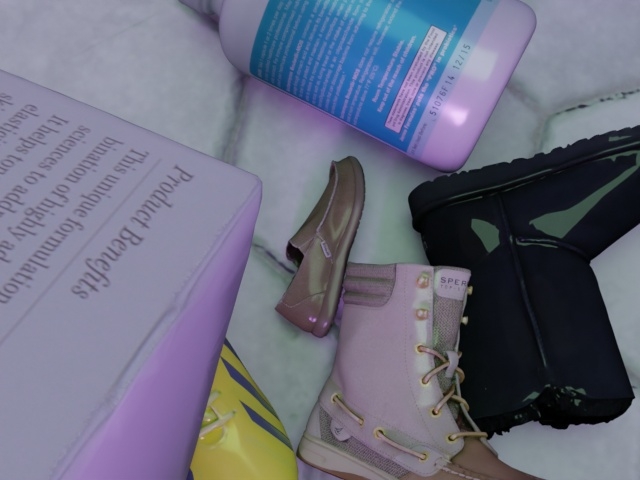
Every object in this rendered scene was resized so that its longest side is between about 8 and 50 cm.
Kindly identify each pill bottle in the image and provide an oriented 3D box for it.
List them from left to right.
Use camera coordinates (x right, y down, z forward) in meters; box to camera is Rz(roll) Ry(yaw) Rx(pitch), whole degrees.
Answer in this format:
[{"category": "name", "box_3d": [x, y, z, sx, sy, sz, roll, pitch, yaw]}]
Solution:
[{"category": "pill bottle", "box_3d": [0.023, -0.171, 0.861, 0.264, 0.146, 0.146, 27, 73, 4]}]

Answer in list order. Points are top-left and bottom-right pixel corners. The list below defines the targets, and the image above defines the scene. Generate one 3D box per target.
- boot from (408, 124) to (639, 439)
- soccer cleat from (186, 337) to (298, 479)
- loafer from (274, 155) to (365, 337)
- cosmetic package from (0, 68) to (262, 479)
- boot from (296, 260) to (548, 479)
[{"category": "boot", "box_3d": [0.202, 0.033, 0.834, 0.247, 0.094, 0.207, -14, 71, -1]}, {"category": "soccer cleat", "box_3d": [-0.110, 0.077, 0.789, 0.093, 0.121, 0.289, -28, 77, -12]}, {"category": "loafer", "box_3d": [0.000, 0.000, 0.854, 0.050, 0.056, 0.148, 14, 72, -6]}, {"category": "cosmetic package", "box_3d": [-0.293, 0.093, 0.600, 0.394, 0.327, 0.329, 23, 38, 5]}, {"category": "boot", "box_3d": [0.086, 0.100, 0.758, 0.213, 0.077, 0.165, 10, 85, 40]}]
